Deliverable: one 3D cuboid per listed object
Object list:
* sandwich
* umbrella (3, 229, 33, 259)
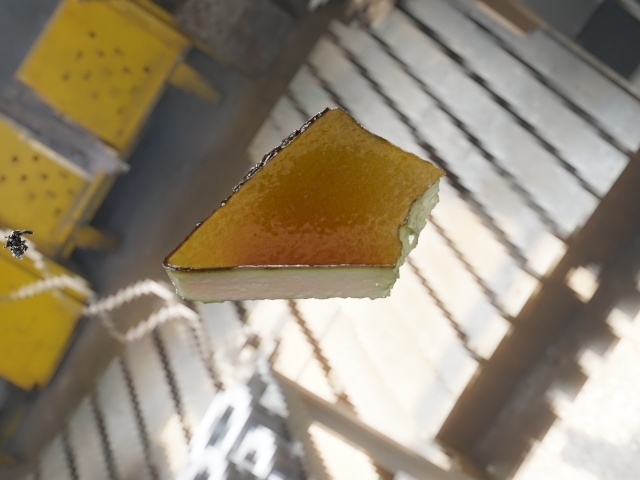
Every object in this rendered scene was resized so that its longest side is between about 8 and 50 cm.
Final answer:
[{"bbox_3d":[0.000,0.000,1.412,0.193,0.058,0.162,-43,51,-17],"label":"sandwich"},{"bbox_3d":[-0.240,0.003,1.460,0.122,0.022,0.013,138,130,-74],"label":"umbrella"}]
